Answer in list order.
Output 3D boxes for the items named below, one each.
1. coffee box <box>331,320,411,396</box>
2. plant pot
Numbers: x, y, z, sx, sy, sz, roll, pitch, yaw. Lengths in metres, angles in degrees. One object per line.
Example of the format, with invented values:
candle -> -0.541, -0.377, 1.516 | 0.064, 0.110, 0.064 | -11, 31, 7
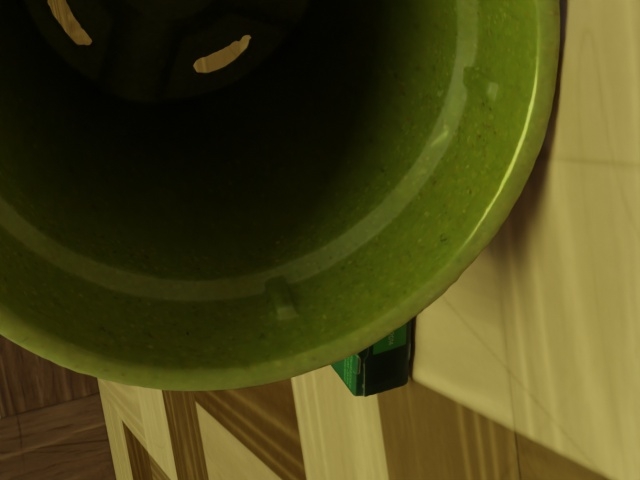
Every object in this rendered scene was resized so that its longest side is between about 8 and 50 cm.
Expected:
coffee box -> 0.000, 0.000, 0.683 | 0.184, 0.040, 0.113 | -133, 37, -52
plant pot -> -0.063, -0.113, 0.526 | 0.254, 0.276, 0.276 | -117, 23, -59
